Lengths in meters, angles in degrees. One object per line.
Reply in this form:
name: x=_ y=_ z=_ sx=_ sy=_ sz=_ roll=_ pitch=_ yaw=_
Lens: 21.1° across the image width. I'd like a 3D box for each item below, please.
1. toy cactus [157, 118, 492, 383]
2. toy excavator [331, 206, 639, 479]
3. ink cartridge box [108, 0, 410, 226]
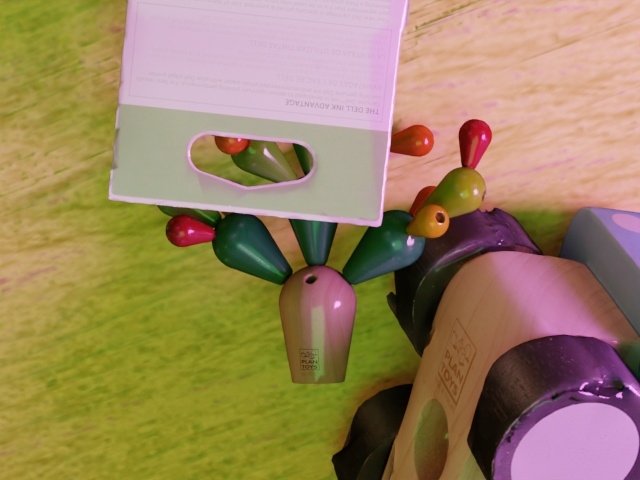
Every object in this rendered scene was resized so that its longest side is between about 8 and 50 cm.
toy cactus: x=0.000 y=0.000 z=1.086 sx=0.219 sy=0.112 sz=0.180 roll=-1 pitch=88 yaw=4
toy excavator: x=0.278 y=0.085 z=1.129 sx=0.445 sy=0.222 sz=0.432 roll=6 pitch=116 yaw=-21
ink cartridge box: x=-0.034 y=-0.135 z=1.029 sx=0.171 sy=0.056 sz=0.235 roll=6 pitch=99 yaw=-6
